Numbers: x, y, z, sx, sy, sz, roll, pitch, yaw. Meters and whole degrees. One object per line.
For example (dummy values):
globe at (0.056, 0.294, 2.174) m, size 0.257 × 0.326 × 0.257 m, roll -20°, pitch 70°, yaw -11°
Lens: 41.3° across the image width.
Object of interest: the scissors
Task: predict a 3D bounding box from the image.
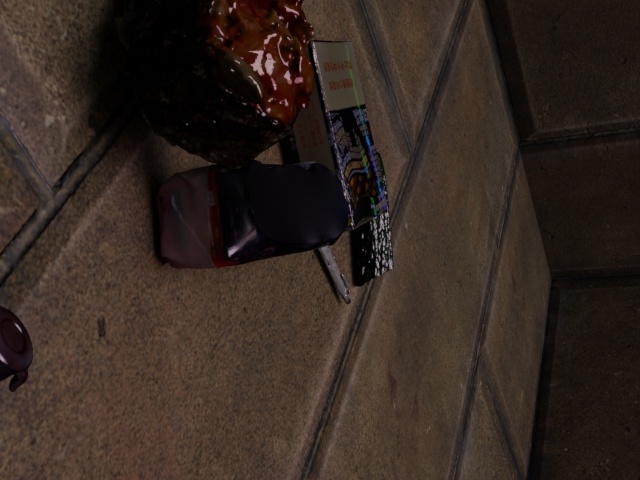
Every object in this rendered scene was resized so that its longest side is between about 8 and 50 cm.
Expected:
scissors at (0.000, 0.000, 1.448) m, size 0.300 × 0.022 × 0.109 m, roll 64°, pitch 31°, yaw -32°

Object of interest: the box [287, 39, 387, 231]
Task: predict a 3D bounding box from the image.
box at (0.019, -0.177, 1.426) m, size 0.198 × 0.084 × 0.310 m, roll -30°, pitch 109°, yaw -66°

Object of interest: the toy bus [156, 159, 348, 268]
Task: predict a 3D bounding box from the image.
toy bus at (-0.084, -0.038, 1.134) m, size 0.302 × 0.147 × 0.127 m, roll -11°, pitch 92°, yaw -65°

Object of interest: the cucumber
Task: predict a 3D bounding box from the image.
cucumber at (0.095, -0.046, 1.615) m, size 0.077 × 0.077 × 0.265 m, roll 7°, pitch 77°, yaw -64°

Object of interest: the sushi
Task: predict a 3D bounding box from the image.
sushi at (-0.120, -0.237, 0.973) m, size 0.196 × 0.182 × 0.343 m, roll 17°, pitch 44°, yaw -38°

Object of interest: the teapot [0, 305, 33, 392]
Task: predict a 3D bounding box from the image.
teapot at (-0.301, 0.094, 0.775) m, size 0.100 × 0.045 × 0.068 m, roll 60°, pitch 7°, yaw -11°
